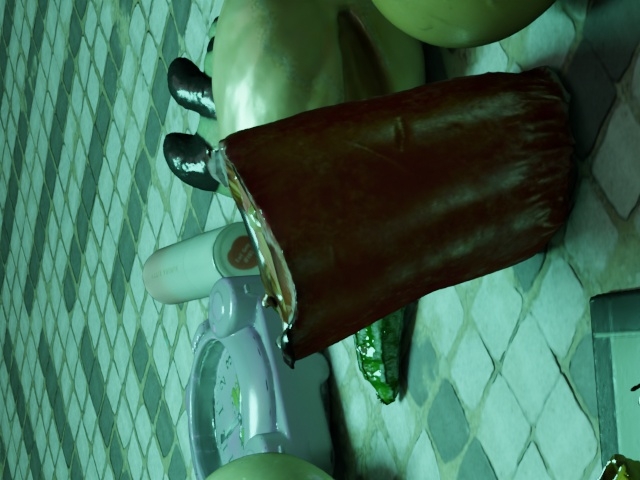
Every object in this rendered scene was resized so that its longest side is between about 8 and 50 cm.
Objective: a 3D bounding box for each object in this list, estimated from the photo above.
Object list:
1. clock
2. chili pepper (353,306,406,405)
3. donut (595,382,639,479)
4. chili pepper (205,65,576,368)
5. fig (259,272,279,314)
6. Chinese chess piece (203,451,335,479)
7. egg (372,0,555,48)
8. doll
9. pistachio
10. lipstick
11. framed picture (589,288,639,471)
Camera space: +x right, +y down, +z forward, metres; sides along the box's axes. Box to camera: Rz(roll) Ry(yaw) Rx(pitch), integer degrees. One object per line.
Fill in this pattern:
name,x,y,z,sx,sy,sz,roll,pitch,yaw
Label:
clock,-0.087,0.225,2.098,0.322,0.113,0.295,122,140,-55
chili pepper,0.070,0.070,1.783,0.088,0.059,0.227,11,110,41
donut,0.274,0.184,1.186,0.259,0.101,0.152,111,149,-41
chili pepper,0.070,-0.024,1.514,0.251,0.305,0.229,117,138,-71
fig,-0.017,0.005,1.899,0.133,0.126,0.185,92,158,-46
Chinese chess piece,-0.039,0.365,1.863,0.273,0.102,0.273,24,128,34
egg,0.125,-0.265,1.435,0.244,0.201,0.201,108,153,-65
doll,-0.106,-0.163,2.102,0.135,0.143,0.234,6,97,43
pistachio,-0.008,-0.172,1.729,0.230,0.230,0.309,-123,30,-52
lipstick,-0.158,0.035,2.289,0.327,0.087,0.087,164,103,-68
framed picture,0.291,0.205,1.299,0.265,0.016,0.347,164,104,-67
